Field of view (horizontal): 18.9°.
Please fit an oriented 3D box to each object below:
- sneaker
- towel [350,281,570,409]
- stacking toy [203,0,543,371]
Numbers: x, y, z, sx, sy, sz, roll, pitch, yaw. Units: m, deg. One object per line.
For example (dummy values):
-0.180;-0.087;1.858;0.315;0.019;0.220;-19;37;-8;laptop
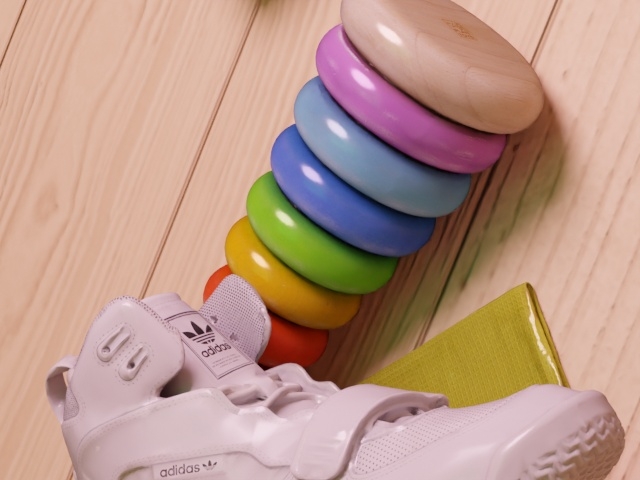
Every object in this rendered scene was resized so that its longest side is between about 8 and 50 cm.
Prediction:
-0.015;0.105;1.092;0.366;0.137;0.210;-28;80;34;sneaker
0.051;0.123;1.206;0.237;0.021;0.102;-34;60;28;towel
0.000;0.000;1.227;0.141;0.141;0.330;51;118;37;stacking toy
